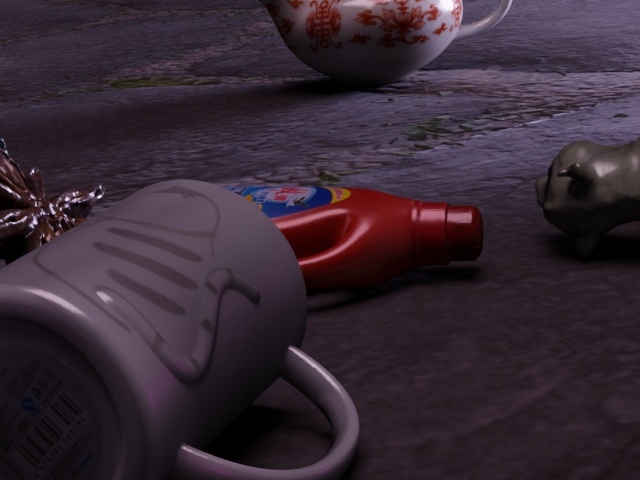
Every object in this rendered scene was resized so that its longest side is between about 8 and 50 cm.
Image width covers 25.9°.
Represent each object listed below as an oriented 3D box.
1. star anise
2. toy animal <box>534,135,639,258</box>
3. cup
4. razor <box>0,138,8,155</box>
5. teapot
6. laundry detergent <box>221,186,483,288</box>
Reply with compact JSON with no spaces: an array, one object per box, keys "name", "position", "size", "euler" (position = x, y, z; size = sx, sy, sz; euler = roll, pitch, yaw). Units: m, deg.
[{"name":"star anise","position":[-0.151,-0.006,0.724],"size":[0.042,0.141,0.141],"euler":[-48,8,16]},{"name":"toy animal","position":[0.220,-0.040,0.708],"size":[0.225,0.093,0.121],"euler":[1,27,19]},{"name":"cup","position":[-0.057,0.041,0.517],"size":[0.136,0.099,0.133],"euler":[1,17,24]},{"name":"razor","position":[-0.220,-0.007,0.749],"size":[0.106,0.068,0.232],"euler":[-10,11,-9]},{"name":"teapot","position":[0.057,-0.199,1.244],"size":[0.246,0.116,0.159],"euler":[-15,6,-18]},{"name":"laundry detergent","position":[0.000,0.000,0.716],"size":[0.165,0.049,0.097],"euler":[-2,25,11]}]
